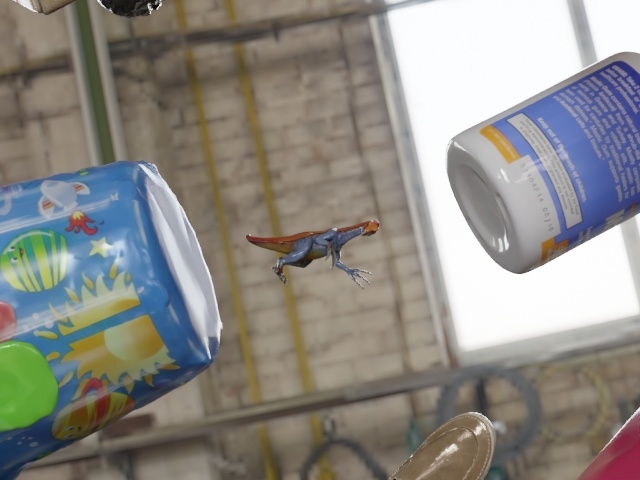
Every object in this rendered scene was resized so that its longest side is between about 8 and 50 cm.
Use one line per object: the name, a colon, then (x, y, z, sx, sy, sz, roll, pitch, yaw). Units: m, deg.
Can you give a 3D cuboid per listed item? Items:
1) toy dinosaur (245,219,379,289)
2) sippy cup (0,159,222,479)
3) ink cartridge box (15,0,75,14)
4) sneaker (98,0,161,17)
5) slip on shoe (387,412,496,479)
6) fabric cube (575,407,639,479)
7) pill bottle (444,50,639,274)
toy dinosaur: (0.000, 0.000, 1.223, 0.082, 0.090, 0.047, -41, -14, -3)
sippy cup: (-0.201, 0.051, 1.235, 0.224, 0.305, 0.240, -20, -40, 9)
ink cartridge box: (-0.165, -0.307, 1.174, 0.193, 0.235, 0.088, -27, 29, -20)
sneaker: (-0.191, -0.345, 1.449, 0.146, 0.344, 0.134, -5, -22, -9)
slip on shoe: (0.071, 0.177, 1.196, 0.135, 0.051, 0.041, -43, -23, 10)
fabric cube: (0.308, 0.223, 1.008, 0.254, 0.259, 0.258, -24, 5, 38)
pill bottle: (0.271, -0.090, 1.614, 0.272, 0.152, 0.152, -27, -8, -12)
